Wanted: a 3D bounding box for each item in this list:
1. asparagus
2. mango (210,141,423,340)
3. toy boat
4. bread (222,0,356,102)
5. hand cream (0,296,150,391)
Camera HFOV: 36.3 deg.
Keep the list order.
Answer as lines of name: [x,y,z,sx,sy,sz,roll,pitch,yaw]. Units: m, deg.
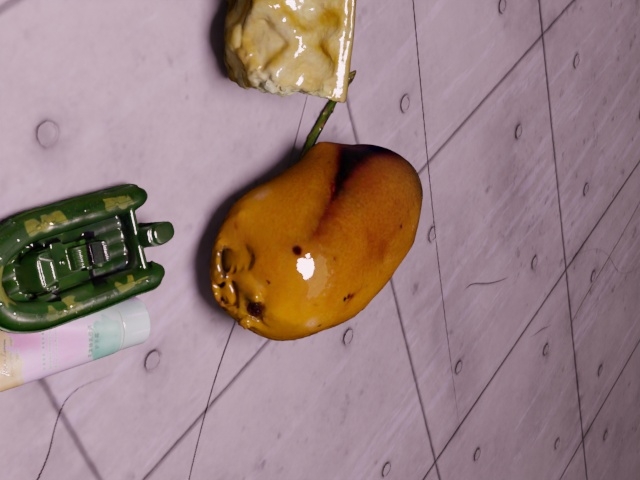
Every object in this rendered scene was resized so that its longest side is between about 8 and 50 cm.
asparagus: [0.001,-0.133,1.128,0.016,0.016,0.163,35,71,-26]
mango: [0.000,0.000,1.057,0.287,0.152,0.201,-40,124,-42]
toy boat: [-0.214,0.017,0.846,0.210,0.052,0.104,-22,107,-49]
bread: [-0.027,-0.270,0.942,0.152,0.129,0.268,-86,180,-75]
hand cream: [-0.234,0.089,0.863,0.174,0.047,0.076,-11,111,-43]
